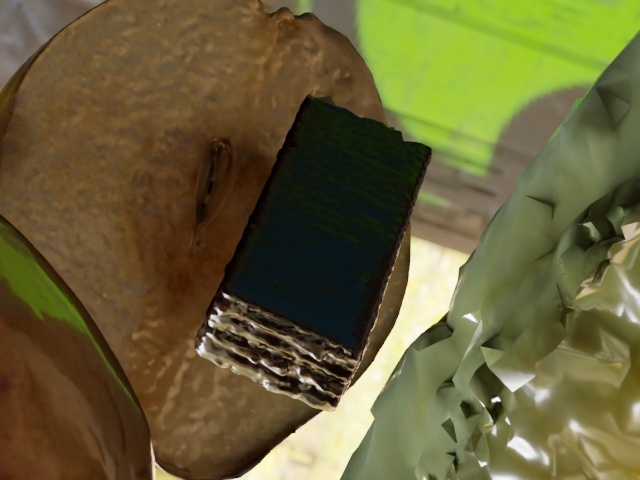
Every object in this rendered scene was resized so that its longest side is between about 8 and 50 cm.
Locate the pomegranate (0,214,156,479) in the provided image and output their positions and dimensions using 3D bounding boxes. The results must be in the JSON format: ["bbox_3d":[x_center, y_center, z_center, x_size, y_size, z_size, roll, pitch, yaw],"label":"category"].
[{"bbox_3d":[-0.222,0.104,0.862,0.319,0.319,0.319,-162,90,-87],"label":"pomegranate"}]

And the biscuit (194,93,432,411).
[{"bbox_3d":[0.000,0.000,1.315,0.252,0.106,0.070,-69,3,-49],"label":"biscuit"}]

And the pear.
[{"bbox_3d":[-0.119,-0.002,1.455,0.191,0.340,0.386,-19,45,61],"label":"pear"}]

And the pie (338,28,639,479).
[{"bbox_3d":[0.187,0.074,0.518,0.395,0.418,0.180,-51,36,30],"label":"pie"}]
